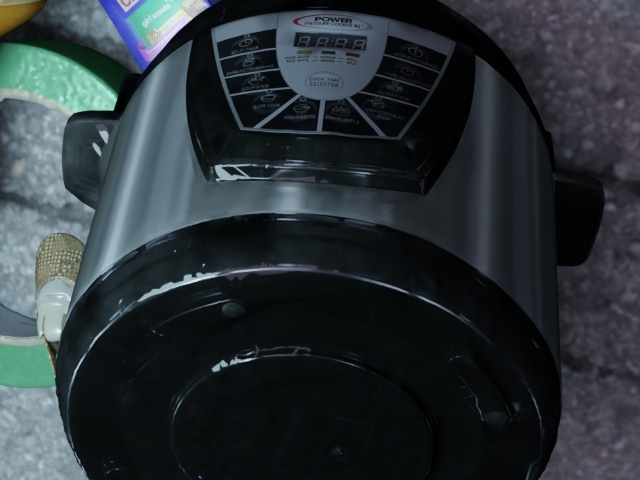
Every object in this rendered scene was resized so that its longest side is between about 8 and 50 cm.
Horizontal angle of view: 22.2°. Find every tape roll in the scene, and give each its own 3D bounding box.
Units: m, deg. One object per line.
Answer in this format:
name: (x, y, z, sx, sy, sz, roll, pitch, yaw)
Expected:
tape roll: (-0.272, -0.026, 1.521, 0.321, 0.077, 0.321, 3, 100, 17)

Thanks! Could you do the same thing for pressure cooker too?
pressure cooker: (-0.002, 0.004, 1.272, 0.375, 0.420, 0.370, -30, 122, 29)

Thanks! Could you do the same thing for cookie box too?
cookie box: (-0.138, -0.208, 1.465, 0.092, 0.040, 0.107, -33, 88, 20)

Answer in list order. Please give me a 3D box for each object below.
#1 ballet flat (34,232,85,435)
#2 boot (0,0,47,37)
ballet flat: (-0.214, 0.096, 1.448, 0.073, 0.067, 0.206, -15, 96, 19)
boot: (-0.344, -0.107, 1.444, 0.295, 0.104, 0.211, -8, 102, 24)
